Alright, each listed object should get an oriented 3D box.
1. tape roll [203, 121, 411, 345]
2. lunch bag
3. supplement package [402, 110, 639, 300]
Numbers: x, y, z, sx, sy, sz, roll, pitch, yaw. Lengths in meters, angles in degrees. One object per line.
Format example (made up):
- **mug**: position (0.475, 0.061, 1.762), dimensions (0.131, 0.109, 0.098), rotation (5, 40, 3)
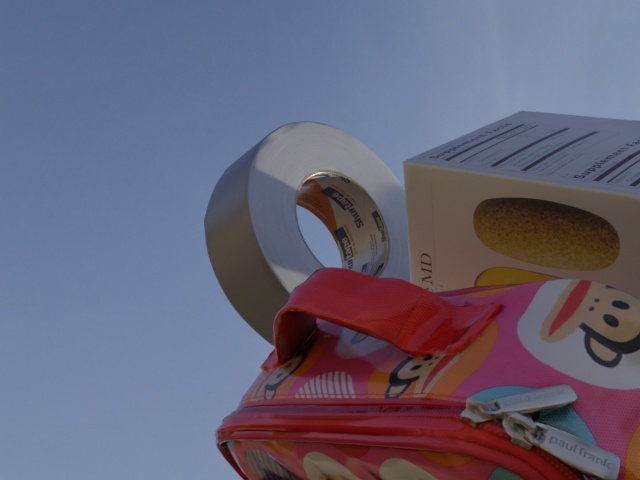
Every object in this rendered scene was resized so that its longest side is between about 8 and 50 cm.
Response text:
- **tape roll**: position (0.000, 0.000, 0.938), dimensions (0.219, 0.219, 0.072), rotation (42, -46, -17)
- **lunch bag**: position (0.079, 0.114, 0.473), dimensions (0.258, 0.120, 0.293), rotation (47, -27, -13)
- **supplement package**: position (0.184, 0.015, 0.560), dimensions (0.244, 0.134, 0.139), rotation (12, -64, 41)
